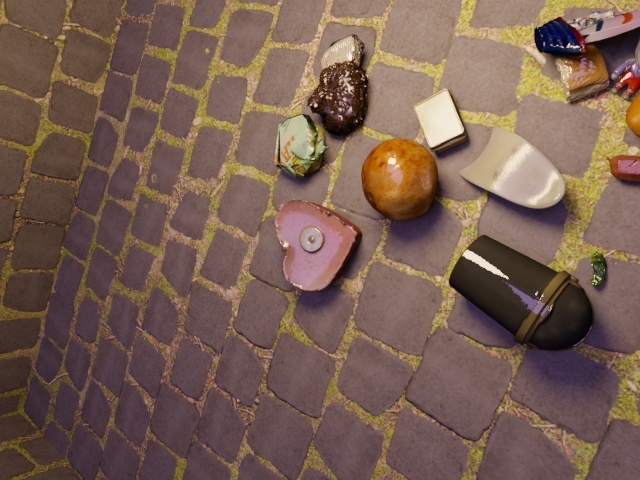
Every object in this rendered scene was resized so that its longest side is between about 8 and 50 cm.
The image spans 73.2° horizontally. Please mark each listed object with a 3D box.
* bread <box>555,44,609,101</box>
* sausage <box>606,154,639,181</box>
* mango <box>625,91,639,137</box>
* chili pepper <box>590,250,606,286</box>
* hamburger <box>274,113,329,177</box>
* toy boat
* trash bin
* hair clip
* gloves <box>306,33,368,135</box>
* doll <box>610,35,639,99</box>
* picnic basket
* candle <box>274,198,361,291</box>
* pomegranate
[{"bbox_3d":[0.674,-0.440,1.114,0.106,0.082,0.125,-18,75,36],"label":"bread"},{"bbox_3d":[0.789,-0.175,1.042,0.169,0.065,0.065,9,92,31],"label":"sausage"},{"bbox_3d":[0.810,-0.340,0.994,0.217,0.141,0.102,-46,72,18],"label":"mango"},{"bbox_3d":[0.709,0.073,1.100,0.030,0.034,0.091,0,88,64],"label":"chili pepper"},{"bbox_3d":[-0.055,-0.330,1.518,0.235,0.125,0.214,-3,91,34],"label":"hamburger"},{"bbox_3d":[0.691,-0.516,1.059,0.318,0.072,0.219,11,49,34],"label":"toy boat"},{"bbox_3d":[0.518,0.139,1.102,0.334,0.214,0.214,40,107,30],"label":"trash bin"},{"bbox_3d":[0.526,-0.183,1.170,0.282,0.113,0.172,44,108,25],"label":"hair clip"},{"bbox_3d":[0.063,-0.510,1.449,0.210,0.135,0.313,-6,87,24],"label":"gloves"},{"bbox_3d":[0.808,-0.455,1.043,0.102,0.075,0.228,35,117,5],"label":"doll"},{"bbox_3d":[0.364,-0.356,1.294,0.115,0.079,0.164,-21,77,26],"label":"picnic basket"},{"bbox_3d":[0.000,0.000,1.468,0.287,0.131,0.317,-19,87,22],"label":"candle"},{"bbox_3d":[0.237,-0.180,1.278,0.248,0.248,0.248,-2,86,30],"label":"pomegranate"}]
